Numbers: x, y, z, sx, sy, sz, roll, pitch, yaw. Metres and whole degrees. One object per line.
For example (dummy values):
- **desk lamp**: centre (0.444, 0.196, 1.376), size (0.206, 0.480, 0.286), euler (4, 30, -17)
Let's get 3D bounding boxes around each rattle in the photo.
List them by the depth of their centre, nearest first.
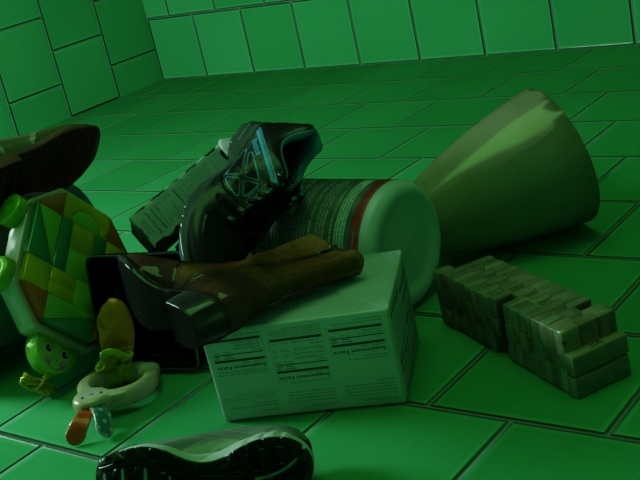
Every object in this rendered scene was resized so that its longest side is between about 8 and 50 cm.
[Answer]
- **rattle**: centre (-0.320, 0.192, 1.592), size (0.130, 0.143, 0.199), euler (15, 22, 19)

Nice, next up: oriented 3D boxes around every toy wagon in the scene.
- **toy wagon**: centre (-0.416, 0.087, 1.759), size (0.068, 0.267, 0.344), euler (-24, 49, 32)

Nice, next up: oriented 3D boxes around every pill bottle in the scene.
- **pill bottle**: centre (0.000, 0.000, 1.806), size (0.362, 0.210, 0.210), euler (4, 25, 39)

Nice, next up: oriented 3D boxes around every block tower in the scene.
- **block tower**: centre (0.285, 0.108, 1.502), size (0.097, 0.091, 0.335), euler (-19, 21, -21)

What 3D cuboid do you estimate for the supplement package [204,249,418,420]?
- **supplement package**: centre (-0.007, 0.133, 1.533), size (0.261, 0.145, 0.204), euler (-8, 21, 13)

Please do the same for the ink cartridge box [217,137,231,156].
- **ink cartridge box**: centre (-0.137, -0.083, 2.082), size (0.093, 0.154, 0.212), euler (-9, 40, -11)

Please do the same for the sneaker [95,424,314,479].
- **sneaker**: centre (-0.137, 0.279, 1.307), size (0.271, 0.100, 0.108), euler (-7, 5, 5)

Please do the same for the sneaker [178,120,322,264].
- **sneaker**: centre (-0.110, -0.066, 1.687), size (0.139, 0.125, 0.341), euler (-3, 50, 33)

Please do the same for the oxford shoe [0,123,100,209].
- **oxford shoe**: centre (-0.515, -0.147, 1.858), size (0.130, 0.123, 0.348), euler (24, 26, 18)

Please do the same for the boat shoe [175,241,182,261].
- **boat shoe**: centre (-0.235, 0.055, 1.919), size (0.072, 0.190, 0.068), euler (-19, 63, 0)

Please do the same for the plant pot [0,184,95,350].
- **plant pot**: centre (-0.575, 0.050, 1.911), size (0.334, 0.341, 0.341), euler (-17, 18, -39)

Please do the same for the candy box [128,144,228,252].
- **candy box**: centre (-0.235, -0.063, 1.869), size (0.196, 0.070, 0.165), euler (-42, 0, -11)

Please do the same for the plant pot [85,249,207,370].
- **plant pot**: centre (-0.246, 0.099, 1.759), size (0.187, 0.188, 0.167), euler (-3, 8, 27)

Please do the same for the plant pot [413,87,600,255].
- **plant pot**: centre (0.293, -0.089, 1.868), size (0.274, 0.257, 0.256), euler (-26, 21, -8)

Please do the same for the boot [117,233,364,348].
- **boot**: centre (-0.121, 0.034, 1.518), size (0.280, 0.096, 0.264), euler (-25, 23, -30)
